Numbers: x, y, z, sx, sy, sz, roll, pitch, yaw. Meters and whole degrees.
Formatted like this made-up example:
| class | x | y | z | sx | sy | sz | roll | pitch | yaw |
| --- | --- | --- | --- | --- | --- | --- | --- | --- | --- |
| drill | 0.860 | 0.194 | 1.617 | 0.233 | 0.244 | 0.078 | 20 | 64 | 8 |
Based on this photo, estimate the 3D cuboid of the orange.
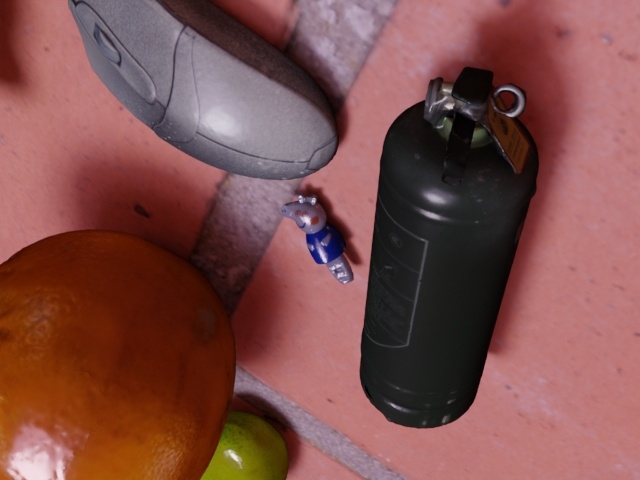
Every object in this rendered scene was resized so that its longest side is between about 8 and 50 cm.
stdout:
| class | x | y | z | sx | sy | sz | roll | pitch | yaw |
| --- | --- | --- | --- | --- | --- | --- | --- | --- | --- |
| orange | -0.189 | 0.120 | 0.805 | 0.261 | 0.261 | 0.261 | 20 | 139 | 18 |

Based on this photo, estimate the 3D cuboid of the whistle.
| class | x | y | z | sx | sy | sz | roll | pitch | yaw |
| --- | --- | --- | --- | --- | --- | --- | --- | --- | --- |
| whistle | 0.000 | 0.000 | 0.729 | 0.033 | 0.029 | 0.083 | -21 | 113 | 25 |

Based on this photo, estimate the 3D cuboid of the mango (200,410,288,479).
| class | x | y | z | sx | sy | sz | roll | pitch | yaw |
| --- | --- | --- | --- | --- | --- | --- | --- | --- | --- |
| mango | -0.092 | 0.240 | 0.991 | 0.117 | 0.089 | 0.163 | 42 | 140 | -9 |

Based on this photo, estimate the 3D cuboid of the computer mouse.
| class | x | y | z | sx | sy | sz | roll | pitch | yaw |
| --- | --- | --- | --- | --- | --- | --- | --- | --- | --- |
| computer mouse | -0.093 | -0.111 | 0.653 | 0.229 | 0.068 | 0.113 | 33 | 139 | 3 |

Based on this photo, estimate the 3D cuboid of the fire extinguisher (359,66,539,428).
| class | x | y | z | sx | sy | sz | roll | pitch | yaw |
| --- | --- | --- | --- | --- | --- | --- | --- | --- | --- |
| fire extinguisher | 0.079 | 0.006 | 0.617 | 0.095 | 0.114 | 0.311 | 15 | 136 | 11 |
